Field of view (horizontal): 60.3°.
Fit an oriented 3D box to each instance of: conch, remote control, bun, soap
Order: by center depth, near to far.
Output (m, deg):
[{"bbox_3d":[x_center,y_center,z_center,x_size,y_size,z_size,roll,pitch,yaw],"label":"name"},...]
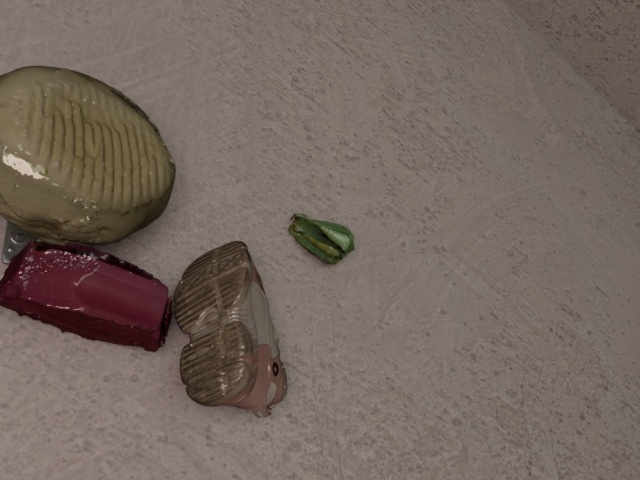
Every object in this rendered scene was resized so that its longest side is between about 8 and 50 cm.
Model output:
[{"bbox_3d":[-0.387,0.103,0.961,0.289,0.182,0.112,30,57,-35],"label":"soap"},{"bbox_3d":[-0.439,-0.128,0.962,0.359,0.210,0.360,39,31,-28],"label":"bun"},{"bbox_3d":[-0.549,-0.043,1.018,0.049,0.027,0.184,10,72,-30],"label":"remote control"},{"bbox_3d":[0.000,0.000,1.294,0.170,0.079,0.106,20,56,-5],"label":"conch"}]

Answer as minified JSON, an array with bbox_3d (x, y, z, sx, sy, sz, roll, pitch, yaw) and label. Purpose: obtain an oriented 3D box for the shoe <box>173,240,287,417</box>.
[{"bbox_3d":[-0.171,0.177,1.084,0.198,0.171,0.351,53,25,-47],"label":"shoe"}]
